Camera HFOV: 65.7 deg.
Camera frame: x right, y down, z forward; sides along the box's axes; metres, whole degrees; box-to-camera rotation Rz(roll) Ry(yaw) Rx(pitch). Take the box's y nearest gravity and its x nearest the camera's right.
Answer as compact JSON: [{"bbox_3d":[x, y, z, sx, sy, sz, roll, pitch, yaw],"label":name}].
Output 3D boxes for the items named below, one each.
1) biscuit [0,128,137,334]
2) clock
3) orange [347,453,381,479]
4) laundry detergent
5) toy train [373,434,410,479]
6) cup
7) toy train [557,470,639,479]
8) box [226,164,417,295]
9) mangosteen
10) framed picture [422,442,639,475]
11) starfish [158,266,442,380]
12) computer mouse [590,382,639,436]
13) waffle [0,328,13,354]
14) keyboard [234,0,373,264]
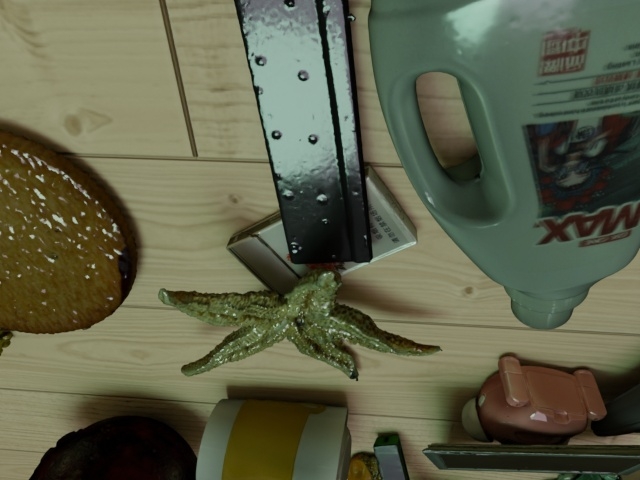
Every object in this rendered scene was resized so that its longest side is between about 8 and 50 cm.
[{"bbox_3d":[-0.373,0.000,0.595,0.305,0.038,0.305,0,126,0],"label":"biscuit"},{"bbox_3d":[0.304,0.256,0.723,0.165,0.093,0.162,10,135,-3],"label":"clock"},{"bbox_3d":[0.090,0.444,0.932,0.086,0.062,0.086,5,134,5],"label":"orange"},{"bbox_3d":[0.191,-0.067,0.434,0.263,0.125,0.398,-6,132,10],"label":"laundry detergent"},{"bbox_3d":[0.141,0.449,0.872,0.044,0.042,0.209,-13,93,18],"label":"toy train"},{"bbox_3d":[-0.065,0.353,0.815,0.226,0.186,0.241,8,163,6],"label":"cup"},{"bbox_3d":[0.491,0.457,0.887,0.125,0.081,0.194,9,130,-7],"label":"toy train"},{"bbox_3d":[0.000,0.000,0.573,0.198,0.029,0.109,-25,124,25],"label":"box"},{"bbox_3d":[-0.319,0.470,0.823,0.359,0.306,0.306,39,129,7],"label":"mangosteen"},{"bbox_3d":[0.312,0.323,0.734,0.296,0.019,0.232,-5,149,16],"label":"framed picture"},{"bbox_3d":[-0.017,0.100,0.591,0.347,0.078,0.358,12,147,-17],"label":"starfish"},{"bbox_3d":[0.462,0.200,0.653,0.120,0.057,0.232,-5,141,-37],"label":"computer mouse"},{"bbox_3d":[-0.565,0.100,0.715,0.228,0.051,0.231,32,127,-17],"label":"waffle"},{"bbox_3d":[-0.006,-0.104,0.464,0.100,0.018,0.310,-2,124,12],"label":"keyboard"}]
